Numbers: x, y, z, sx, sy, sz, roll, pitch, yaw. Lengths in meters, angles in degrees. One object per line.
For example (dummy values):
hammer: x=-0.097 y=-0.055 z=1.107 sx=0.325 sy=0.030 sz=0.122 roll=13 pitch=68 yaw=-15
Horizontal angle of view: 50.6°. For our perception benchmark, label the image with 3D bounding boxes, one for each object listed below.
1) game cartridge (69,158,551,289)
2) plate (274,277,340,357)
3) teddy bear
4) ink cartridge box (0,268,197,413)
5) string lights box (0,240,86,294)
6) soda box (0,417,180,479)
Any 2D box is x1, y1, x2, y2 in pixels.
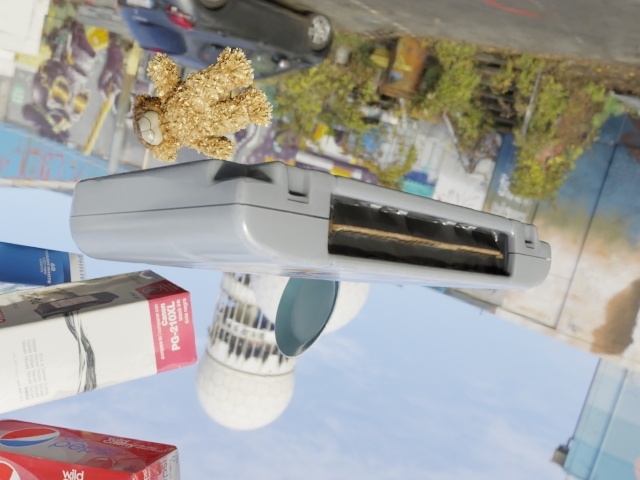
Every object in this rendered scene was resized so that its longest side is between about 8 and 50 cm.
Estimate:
game cartridge: x=0.000 y=0.000 z=0.467 sx=0.198 sy=0.062 sz=0.297 roll=-7 pitch=169 yaw=45
plate: x=-0.017 y=0.106 z=1.119 sx=0.024 sy=0.188 sz=0.188 roll=25 pitch=-175 yaw=-28
teddy bear: x=-0.260 y=-0.268 z=1.399 sx=0.338 sy=0.245 sz=0.113 roll=-1 pitch=-141 yaw=17
ink cartridge box: x=-0.297 y=0.114 z=0.841 sx=0.237 sy=0.100 sz=0.172 roll=-10 pitch=-168 yaw=-29
string lights box: x=-0.558 y=0.058 z=1.201 sx=0.134 sy=0.076 sz=0.260 roll=-16 pitch=166 yaw=22
soda box: x=-0.293 y=0.267 z=0.765 sx=0.264 sy=0.083 sz=0.092 roll=1 pitch=-177 yaw=20
